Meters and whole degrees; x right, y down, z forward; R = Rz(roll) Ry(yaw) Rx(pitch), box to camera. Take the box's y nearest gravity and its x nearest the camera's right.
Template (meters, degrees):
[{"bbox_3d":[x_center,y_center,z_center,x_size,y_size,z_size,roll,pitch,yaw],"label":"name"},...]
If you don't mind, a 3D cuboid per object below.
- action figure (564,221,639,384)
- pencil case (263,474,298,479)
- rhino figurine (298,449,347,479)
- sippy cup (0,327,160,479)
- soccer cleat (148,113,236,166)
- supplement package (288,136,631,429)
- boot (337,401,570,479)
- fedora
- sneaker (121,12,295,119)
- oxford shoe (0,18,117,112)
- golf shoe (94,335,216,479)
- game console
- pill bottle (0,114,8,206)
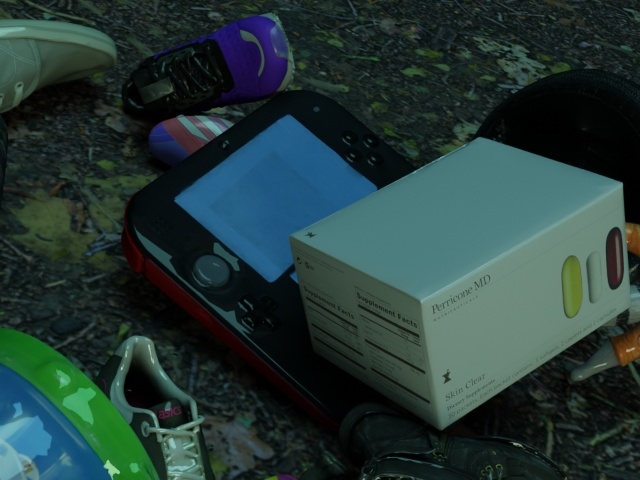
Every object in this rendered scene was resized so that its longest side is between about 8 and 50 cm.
[{"bbox_3d":[0.420,0.102,1.300,0.330,0.341,0.178,-6,1,21],"label":"action figure"},{"bbox_3d":[0.039,0.262,0.923,0.236,0.104,0.104,18,31,31],"label":"pencil case"},{"bbox_3d":[0.031,0.281,1.021,0.243,0.106,0.073,40,-4,44],"label":"rhino figurine"},{"bbox_3d":[-0.269,0.220,0.897,0.224,0.305,0.240,-38,91,-38],"label":"sippy cup"},{"bbox_3d":[-0.094,-0.090,1.504,0.248,0.083,0.095,15,39,-10],"label":"soccer cleat"},{"bbox_3d":[0.140,0.030,1.190,0.262,0.145,0.204,-28,32,-27],"label":"supplement package"},{"bbox_3d":[0.133,0.229,1.062,0.263,0.091,0.229,18,3,-11],"label":"boot"},{"bbox_3d":[0.334,-0.050,1.534,0.152,0.334,0.334,28,21,-46],"label":"fedora"},{"bbox_3d":[-0.154,-0.202,1.517,0.146,0.102,0.293,-22,7,-35],"label":"sneaker"},{"bbox_3d":[-0.435,-0.190,1.454,0.449,0.169,0.130,-13,87,-48],"label":"oxford shoe"},{"bbox_3d":[-0.138,0.207,1.048,0.105,0.120,0.273,-7,44,-34],"label":"golf shoe"},{"bbox_3d":[0.000,0.000,1.369,0.342,0.060,0.386,37,45,12],"label":"game console"},{"bbox_3d":[-0.398,-0.047,1.260,0.130,0.130,0.246,7,36,-16],"label":"pill bottle"}]
